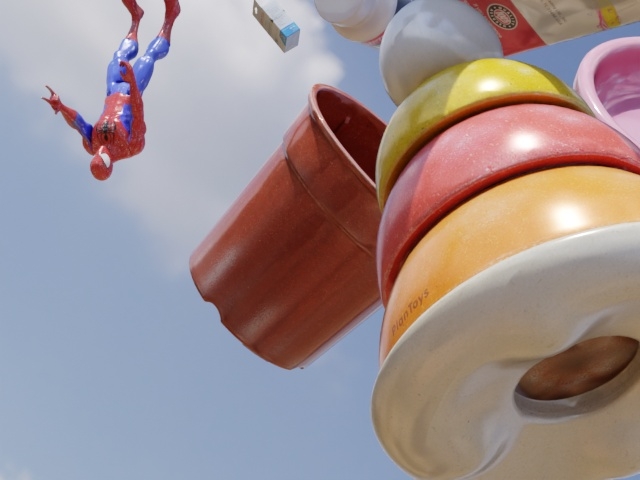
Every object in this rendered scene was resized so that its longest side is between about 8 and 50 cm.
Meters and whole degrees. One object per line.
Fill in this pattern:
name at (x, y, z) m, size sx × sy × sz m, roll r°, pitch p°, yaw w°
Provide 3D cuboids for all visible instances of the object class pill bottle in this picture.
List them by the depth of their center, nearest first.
pill bottle at (0.072, -0.317, 2.534) m, size 0.108 × 0.108 × 0.180 m, roll 25°, pitch 8°, yaw 32°

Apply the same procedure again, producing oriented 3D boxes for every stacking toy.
stacking toy at (0.163, -0.047, 1.639) m, size 0.351 × 0.350 × 0.480 m, roll 70°, pitch 2°, yaw -54°

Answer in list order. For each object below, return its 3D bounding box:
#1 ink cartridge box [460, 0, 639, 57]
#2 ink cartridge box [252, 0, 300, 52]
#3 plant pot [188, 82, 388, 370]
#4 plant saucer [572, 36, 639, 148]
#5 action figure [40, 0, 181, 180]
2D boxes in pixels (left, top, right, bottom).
ink cartridge box at (0.240, -0.315, 1.744) m, size 0.306 × 0.131 × 0.226 m, roll -12°, pitch -50°, yaw 42°
ink cartridge box at (-0.067, -0.329, 2.803) m, size 0.083 × 0.028 × 0.048 m, roll 51°, pitch -20°, yaw 17°
plant pot at (0.000, 0.000, 2.246) m, size 0.272 × 0.265 × 0.272 m, roll 40°, pitch 18°, yaw -16°
plant saucer at (0.440, -0.111, 2.143) m, size 0.332 × 0.332 × 0.084 m, roll 32°, pitch -54°, yaw 17°
action figure at (-0.253, -0.210, 2.283) m, size 0.091 × 0.280 × 0.139 m, roll -2°, pitch -32°, yaw 21°
